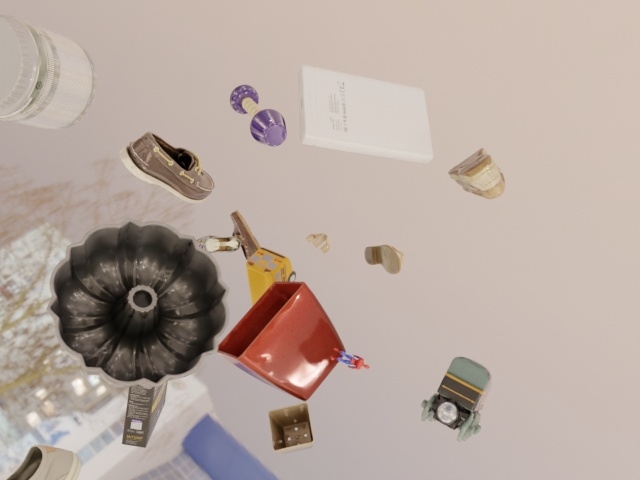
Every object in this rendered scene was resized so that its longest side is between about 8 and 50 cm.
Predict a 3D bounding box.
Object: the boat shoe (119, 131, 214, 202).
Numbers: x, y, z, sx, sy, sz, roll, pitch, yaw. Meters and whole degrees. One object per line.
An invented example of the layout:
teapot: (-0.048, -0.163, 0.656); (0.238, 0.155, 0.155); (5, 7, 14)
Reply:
boat shoe: (-0.358, -0.183, 1.817); (0.324, 0.096, 0.117); (26, 31, -59)

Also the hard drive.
hard drive: (0.117, -0.329, 1.900); (0.047, 0.352, 0.233); (126, -34, -56)

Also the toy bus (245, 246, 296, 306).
toy bus: (-0.151, 0.175, 2.324); (0.108, 0.130, 0.333); (20, -43, 24)

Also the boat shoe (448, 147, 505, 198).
boat shoe: (0.430, -0.171, 1.977); (0.110, 0.121, 0.341); (53, 13, -5)

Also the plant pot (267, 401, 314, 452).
plant pot: (-0.070, 0.503, 1.904); (0.096, 0.109, 0.109); (74, 4, -57)

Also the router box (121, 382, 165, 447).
router box: (-0.551, 0.479, 2.333); (0.309, 0.081, 0.243); (-95, -165, -77)

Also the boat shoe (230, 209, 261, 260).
boat shoe: (-0.262, -0.011, 2.455); (0.207, 0.073, 0.073); (64, -4, -37)

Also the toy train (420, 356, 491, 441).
toy train: (0.359, 0.395, 1.830); (0.142, 0.190, 0.334); (27, -3, 21)

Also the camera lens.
camera lens: (-0.649, -0.366, 1.603); (0.219, 0.219, 0.274); (47, 13, 10)

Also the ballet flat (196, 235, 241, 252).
ballet flat: (-0.225, 0.008, 1.606); (0.041, 0.114, 0.041); (4, -85, 52)

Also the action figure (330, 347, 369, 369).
action figure: (0.079, 0.308, 1.862); (0.115, 0.038, 0.030); (15, -22, 42)

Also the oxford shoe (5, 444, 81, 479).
oxford shoe: (-0.708, 0.646, 1.602); (0.169, 0.449, 0.130); (-13, -52, 43)

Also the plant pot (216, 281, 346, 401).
plant pot: (-0.091, 0.288, 1.992); (0.236, 0.267, 0.267); (45, -17, -13)

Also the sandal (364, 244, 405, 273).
sandal: (0.223, 0.049, 2.261); (0.240, 0.079, 0.088); (-167, -109, -67)

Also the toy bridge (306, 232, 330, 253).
toy bridge: (0.000, 0.000, 2.802); (0.026, 0.063, 0.188); (55, -8, -23)

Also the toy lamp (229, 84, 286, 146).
toy lamp: (-0.135, -0.270, 1.580); (0.275, 0.080, 0.080); (-127, -166, -59)

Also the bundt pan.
bundt pan: (-0.343, 0.132, 1.368); (0.331, 0.331, 0.124); (48, -34, 8)
